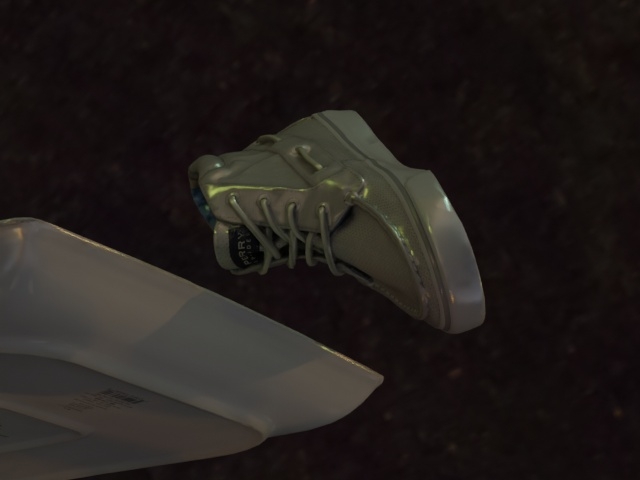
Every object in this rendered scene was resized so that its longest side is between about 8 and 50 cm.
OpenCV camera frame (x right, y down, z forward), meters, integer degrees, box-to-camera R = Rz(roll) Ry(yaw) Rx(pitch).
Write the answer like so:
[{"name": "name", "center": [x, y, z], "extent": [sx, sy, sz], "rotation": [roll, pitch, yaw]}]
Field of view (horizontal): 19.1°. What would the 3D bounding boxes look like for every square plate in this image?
[{"name": "square plate", "center": [-0.191, 0.083, 1.047], "extent": [0.347, 0.344, 0.049], "rotation": [29, 55, -56]}]

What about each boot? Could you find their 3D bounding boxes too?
[{"name": "boot", "center": [0.000, 0.000, 1.124], "extent": [0.123, 0.258, 0.095], "rotation": [-18, 113, -11]}]
